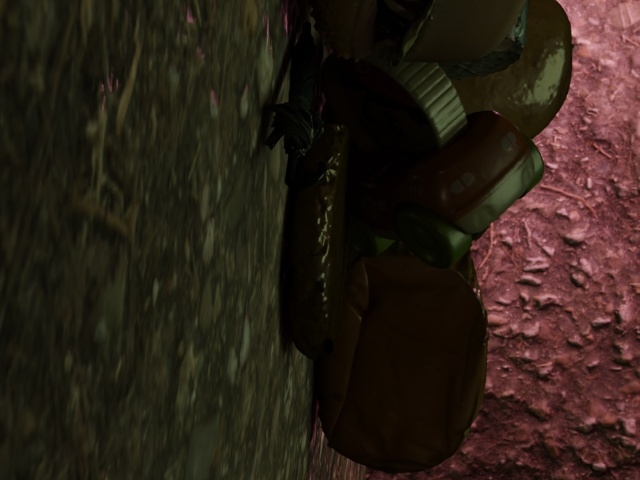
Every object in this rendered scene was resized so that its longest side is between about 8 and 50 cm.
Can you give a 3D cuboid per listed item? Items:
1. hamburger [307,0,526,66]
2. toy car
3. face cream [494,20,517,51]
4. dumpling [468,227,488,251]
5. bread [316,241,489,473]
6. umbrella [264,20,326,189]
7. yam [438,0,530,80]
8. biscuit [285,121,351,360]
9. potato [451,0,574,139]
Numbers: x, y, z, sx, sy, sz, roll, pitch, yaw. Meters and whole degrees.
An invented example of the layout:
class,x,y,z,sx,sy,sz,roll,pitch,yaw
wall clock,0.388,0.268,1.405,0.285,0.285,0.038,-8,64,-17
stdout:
class,x,y,z,sx,sy,sz,roll,pitch,yaw
hamburger,0.074,-0.277,0.946,0.302,0.170,0.302,-172,-90,-83
toy car,0.078,-0.104,1.182,0.145,0.235,0.235,-41,153,-24
face cream,0.154,-0.214,1.022,0.038,0.020,0.115,144,-47,-64
dumpling,0.134,-0.080,1.425,0.332,0.166,0.086,50,28,-56
bread,0.100,0.114,1.429,0.156,0.204,0.288,-61,151,-64
umbrella,-0.021,-0.104,0.881,0.269,0.044,0.044,-94,159,-59
yam,0.109,-0.305,1.276,0.201,0.202,0.271,149,-52,-70
biscuit,0.000,0.000,1.101,0.226,0.042,0.226,4,90,-84
potato,0.181,-0.170,1.602,0.290,0.296,0.397,80,14,-63
